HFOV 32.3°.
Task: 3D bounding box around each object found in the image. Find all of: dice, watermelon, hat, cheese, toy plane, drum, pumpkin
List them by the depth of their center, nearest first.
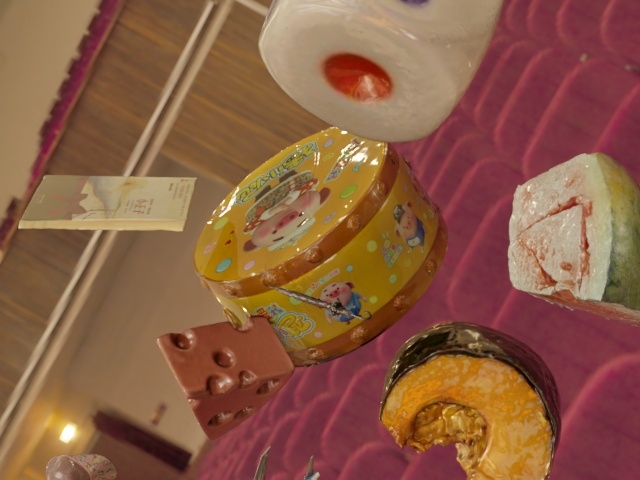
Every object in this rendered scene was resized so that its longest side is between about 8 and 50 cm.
[{"bbox_3d":[-0.296,0.294,1.364,0.058,0.087,0.042,120,158,-43],"label":"hat"},{"bbox_3d":[0.359,0.021,1.469,0.262,0.201,0.213,28,-121,-50],"label":"watermelon"},{"bbox_3d":[-0.082,0.401,1.616,0.226,0.058,0.226,-27,-52,-19],"label":"toy plane"},{"bbox_3d":[0.093,-0.355,1.688,0.277,0.304,0.304,-50,17,55],"label":"dice"},{"bbox_3d":[-0.144,0.199,1.770,0.177,0.128,0.203,-27,-30,-10],"label":"cheese"},{"bbox_3d":[0.257,0.268,1.849,0.256,0.303,0.225,-45,5,9],"label":"pumpkin"},{"bbox_3d":[0.000,0.000,1.945,0.431,0.214,0.431,-29,28,17],"label":"drum"}]

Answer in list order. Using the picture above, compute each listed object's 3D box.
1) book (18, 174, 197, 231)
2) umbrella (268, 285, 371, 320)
[{"bbox_3d":[-0.372,-0.068,1.964,0.201,0.289,0.026,-91,1,-64],"label":"book"},{"bbox_3d":[-0.003,0.083,1.467,0.022,0.149,0.022,-58,-23,-49],"label":"umbrella"}]
